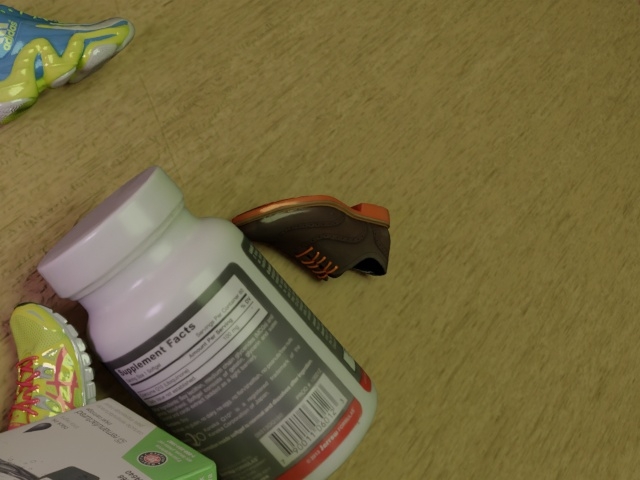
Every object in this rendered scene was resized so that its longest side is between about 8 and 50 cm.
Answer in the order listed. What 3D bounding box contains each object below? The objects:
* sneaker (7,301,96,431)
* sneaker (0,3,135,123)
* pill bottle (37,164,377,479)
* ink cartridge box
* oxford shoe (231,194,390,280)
[{"bbox_3d":[-0.283,0.164,1.212,0.094,0.081,0.208,-15,82,-44],"label":"sneaker"},{"bbox_3d":[-0.321,-0.235,1.366,0.126,0.091,0.240,55,44,-8],"label":"sneaker"},{"bbox_3d":[-0.123,0.106,1.300,0.363,0.210,0.210,50,44,-13],"label":"pill bottle"},{"bbox_3d":[-0.254,0.258,1.059,0.273,0.198,0.114,-16,112,-36],"label":"ink cartridge box"},{"bbox_3d":[0.000,0.000,1.557,0.271,0.097,0.098,4,74,-43],"label":"oxford shoe"}]
